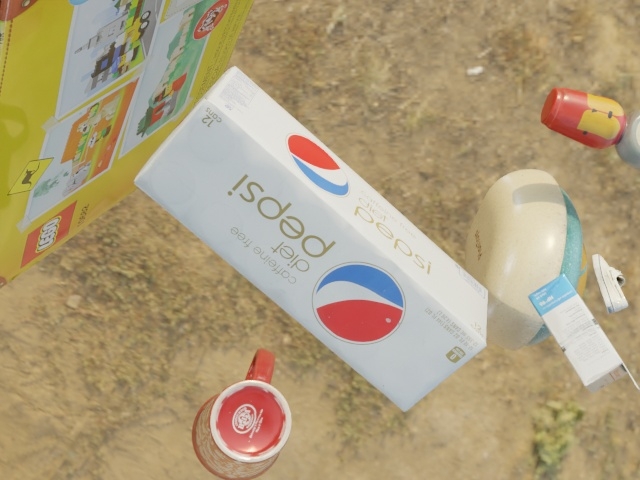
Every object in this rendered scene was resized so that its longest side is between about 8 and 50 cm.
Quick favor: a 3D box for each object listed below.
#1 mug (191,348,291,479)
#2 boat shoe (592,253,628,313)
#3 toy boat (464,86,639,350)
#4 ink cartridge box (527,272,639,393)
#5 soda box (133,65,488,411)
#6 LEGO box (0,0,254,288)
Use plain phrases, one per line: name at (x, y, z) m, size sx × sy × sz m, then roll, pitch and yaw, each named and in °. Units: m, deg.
mug at (-0.094, 0.202, 1.240) m, size 0.113 × 0.169 × 0.150 m, roll -9°, pitch 77°, yaw -11°
boat shoe at (0.389, 0.055, 1.420) m, size 0.100 × 0.035 × 0.035 m, roll -92°, pitch 163°, yaw -49°
toy boat at (0.275, -0.021, 1.211) m, size 0.148 × 0.267 × 0.318 m, roll 18°, pitch 122°, yaw -5°
ink cartridge box at (0.166, 0.066, 0.662) m, size 0.028 × 0.083 × 0.048 m, roll -34°, pitch 157°, yaw 10°
soda box at (0.000, 0.000, 0.634) m, size 0.216 × 0.069 × 0.074 m, roll 41°, pitch 115°, yaw -10°
LEGO box at (-0.239, -0.202, 0.963) m, size 0.193 × 0.500 × 0.372 m, roll 42°, pitch 52°, yaw 7°
